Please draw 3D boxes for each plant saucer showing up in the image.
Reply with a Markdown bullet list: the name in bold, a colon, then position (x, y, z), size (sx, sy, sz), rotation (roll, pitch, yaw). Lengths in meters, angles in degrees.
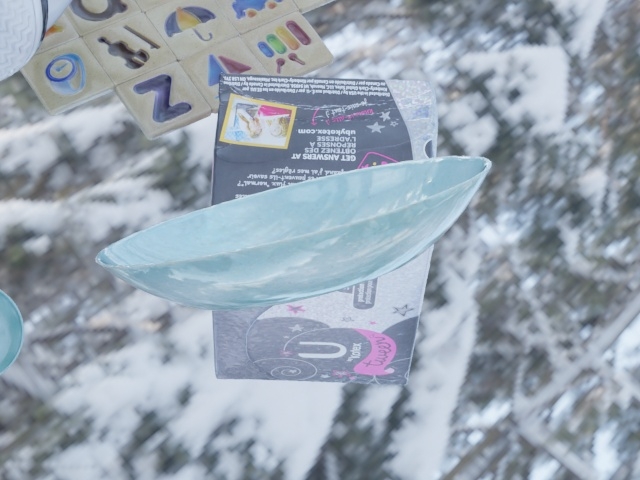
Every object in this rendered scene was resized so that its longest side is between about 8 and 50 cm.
- **plant saucer**: position (-0.009, 0.001, 0.876), size (0.195, 0.195, 0.037), rotation (-7, -78, 38)
- **plant saucer**: position (-0.367, 0.099, 1.894), size (0.119, 0.119, 0.021), rotation (39, -27, 10)

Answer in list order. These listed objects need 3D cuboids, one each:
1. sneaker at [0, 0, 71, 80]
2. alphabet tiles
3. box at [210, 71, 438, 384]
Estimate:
- **sneaker**: position (-0.286, -0.300, 1.316), size (0.137, 0.210, 0.366), rotation (-30, -80, 40)
- **alphabet tiles**: position (-0.150, -0.235, 1.518), size (0.342, 0.285, 0.011), rotation (54, -23, 26)
- **box**: position (0.000, 0.000, 1.377), size (0.163, 0.142, 0.247), rotation (2, -27, -1)
